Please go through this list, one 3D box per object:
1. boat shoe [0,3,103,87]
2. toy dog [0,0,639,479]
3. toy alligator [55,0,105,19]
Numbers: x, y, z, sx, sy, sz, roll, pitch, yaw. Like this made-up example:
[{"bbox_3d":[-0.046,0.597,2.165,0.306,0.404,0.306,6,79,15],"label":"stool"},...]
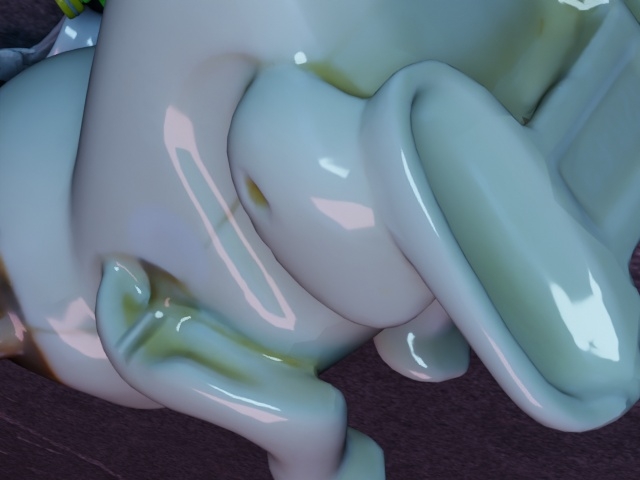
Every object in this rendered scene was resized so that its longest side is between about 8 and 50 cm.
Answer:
[{"bbox_3d":[-0.207,-0.092,1.037,0.088,0.096,0.267,34,152,-25],"label":"boat shoe"},{"bbox_3d":[-0.050,-0.036,0.760,0.395,0.285,0.408,43,139,-17],"label":"toy dog"},{"bbox_3d":[-0.154,-0.185,0.844,0.051,0.056,0.190,53,179,35],"label":"toy alligator"}]
